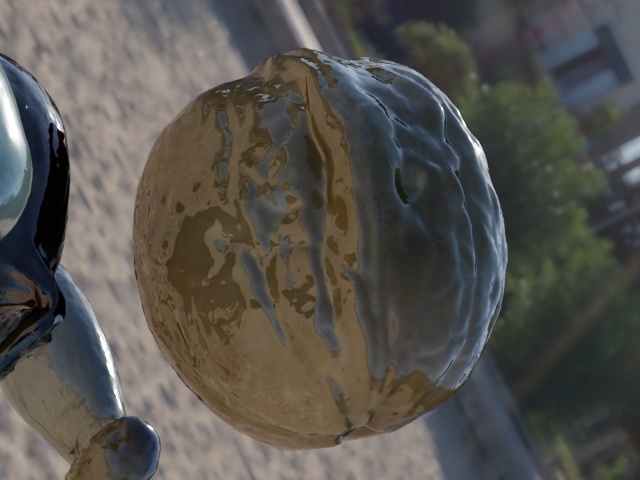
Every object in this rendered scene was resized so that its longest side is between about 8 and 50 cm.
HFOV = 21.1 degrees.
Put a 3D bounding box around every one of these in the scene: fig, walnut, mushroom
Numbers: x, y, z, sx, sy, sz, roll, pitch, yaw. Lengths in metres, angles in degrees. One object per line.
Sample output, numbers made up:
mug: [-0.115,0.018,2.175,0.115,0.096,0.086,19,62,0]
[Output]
fig: [-0.257,-0.014,1.125,0.235,0.214,0.235,0,90,-75]
walnut: [-0.001,0.001,1.301,0.252,0.277,0.313,51,23,-66]
mushroom: [-0.269,0.139,1.795,0.350,0.128,0.128,51,-5,42]

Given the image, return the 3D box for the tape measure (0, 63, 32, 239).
tape measure: [-0.242,-0.022,0.680,0.125,0.246,0.243,67,19,2]
